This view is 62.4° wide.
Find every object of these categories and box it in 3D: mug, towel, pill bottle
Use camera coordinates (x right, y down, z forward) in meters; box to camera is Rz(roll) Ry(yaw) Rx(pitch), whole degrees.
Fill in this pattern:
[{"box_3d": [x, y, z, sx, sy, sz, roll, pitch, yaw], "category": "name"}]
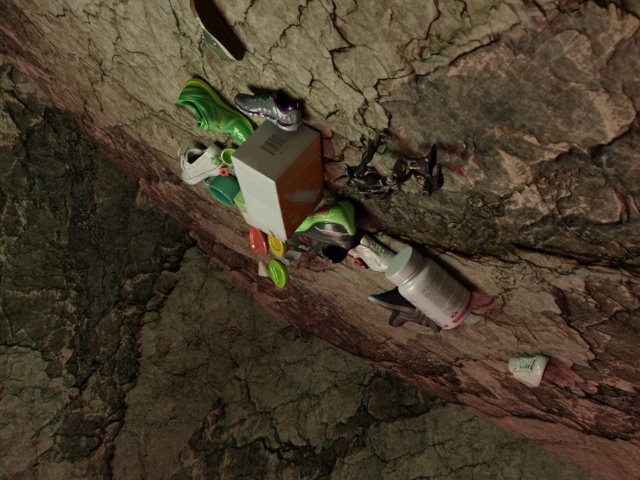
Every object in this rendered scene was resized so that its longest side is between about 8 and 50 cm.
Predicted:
[{"box_3d": [-0.411, -0.233, 2.269, 0.158, 0.097, 0.129, 44, 160, -23], "category": "mug"}, {"box_3d": [0.123, -0.189, 1.568, 0.119, 0.029, 0.067, 9, 148, 53], "category": "towel"}, {"box_3d": [0.367, 0.157, 1.789, 0.283, 0.160, 0.160, 39, 161, -12], "category": "pill bottle"}]

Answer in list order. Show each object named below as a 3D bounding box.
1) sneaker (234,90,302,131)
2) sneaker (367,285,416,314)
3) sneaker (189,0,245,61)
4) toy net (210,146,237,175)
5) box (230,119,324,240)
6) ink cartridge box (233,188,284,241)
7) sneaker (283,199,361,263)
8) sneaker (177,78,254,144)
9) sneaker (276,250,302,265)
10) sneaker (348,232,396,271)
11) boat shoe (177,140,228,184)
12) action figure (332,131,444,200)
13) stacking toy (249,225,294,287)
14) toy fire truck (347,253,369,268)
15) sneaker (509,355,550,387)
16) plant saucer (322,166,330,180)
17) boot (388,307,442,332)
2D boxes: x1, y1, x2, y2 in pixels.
[{"box_3d": [-0.145, -0.394, 1.494, 0.224, 0.083, 0.098, 25, 139, 15], "category": "sneaker"}, {"box_3d": [0.278, 0.177, 1.956, 0.226, 0.163, 0.086, 16, 179, -35], "category": "sneaker"}, {"box_3d": [-0.283, -0.537, 1.360, 0.086, 0.064, 0.192, 10, 152, 42], "category": "sneaker"}, {"box_3d": [-0.307, -0.254, 2.017, 0.232, 0.122, 0.045, 46, -164, -30], "category": "toy net"}, {"box_3d": [-0.121, -0.193, 1.651, 0.168, 0.215, 0.345, 32, 159, 18], "category": "box"}, {"box_3d": [-0.196, -0.108, 2.177, 0.273, 0.115, 0.198, 27, 159, 24], "category": "ink cartridge box"}, {"box_3d": [0.000, 0.000, 1.935, 0.202, 0.185, 0.483, 65, 160, 0], "category": "sneaker"}, {"box_3d": [-0.337, -0.390, 1.720, 0.295, 0.123, 0.109, 39, 161, -13], "category": "sneaker"}, {"box_3d": [-0.147, 0.067, 2.548, 0.256, 0.094, 0.151, 29, 157, 49], "category": "sneaker"}, {"box_3d": [0.181, 0.033, 1.925, 0.232, 0.090, 0.115, 25, 155, 25], "category": "sneaker"}, {"box_3d": [-0.505, -0.329, 2.141, 0.156, 0.136, 0.367, 45, 156, -27], "category": "boat shoe"}, {"box_3d": [0.172, -0.179, 1.348, 0.276, 0.141, 0.164, 2, 147, 32], "category": "action figure"}, {"box_3d": [-0.192, 0.051, 2.432, 0.309, 0.130, 0.279, 20, 124, 52], "category": "stacking toy"}, {"box_3d": [0.108, 0.040, 2.123, 0.192, 0.047, 0.135, 46, 159, -31], "category": "toy fire truck"}, {"box_3d": [0.768, 0.481, 1.974, 0.123, 0.106, 0.290, 26, 161, 19], "category": "sneaker"}, {"box_3d": [-0.005, -0.220, 1.735, 0.083, 0.015, 0.083, 31, 161, 12], "category": "plant saucer"}, {"box_3d": [0.410, 0.330, 2.222, 0.223, 0.118, 0.338, 24, 163, 16], "category": "boot"}]
